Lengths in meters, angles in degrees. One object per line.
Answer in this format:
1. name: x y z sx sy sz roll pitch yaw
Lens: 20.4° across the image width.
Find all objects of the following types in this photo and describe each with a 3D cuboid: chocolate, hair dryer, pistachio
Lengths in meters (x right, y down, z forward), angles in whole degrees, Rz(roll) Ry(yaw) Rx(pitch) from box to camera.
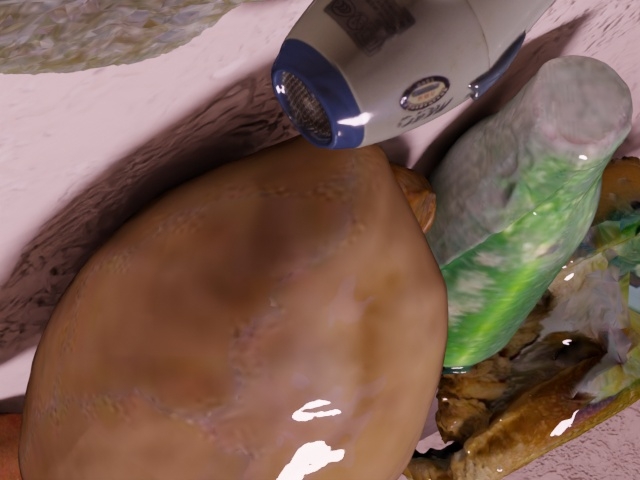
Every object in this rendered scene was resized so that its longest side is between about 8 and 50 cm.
1. chocolate: 0.102 -0.016 0.998 0.110 0.110 0.291 -27 166 -19
2. hair dryer: 0.067 -0.127 0.577 0.167 0.067 0.199 -34 158 -34
3. pistachio: -0.042 0.057 0.783 0.162 0.182 0.293 17 147 -14

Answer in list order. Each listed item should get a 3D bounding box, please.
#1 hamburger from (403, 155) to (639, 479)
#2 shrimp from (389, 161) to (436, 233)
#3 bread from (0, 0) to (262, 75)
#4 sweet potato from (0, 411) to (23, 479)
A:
1. hamburger: 0.163 0.058 1.287 0.288 0.168 0.192 -28 170 -9
2. shrimp: 0.003 0.003 0.924 0.132 0.052 0.187 -30 172 -5
3. bread: -0.043 -0.079 0.325 0.286 0.056 0.207 -17 169 -5
4. sweet potato: -0.189 0.128 0.977 0.078 0.058 0.255 -17 178 26
